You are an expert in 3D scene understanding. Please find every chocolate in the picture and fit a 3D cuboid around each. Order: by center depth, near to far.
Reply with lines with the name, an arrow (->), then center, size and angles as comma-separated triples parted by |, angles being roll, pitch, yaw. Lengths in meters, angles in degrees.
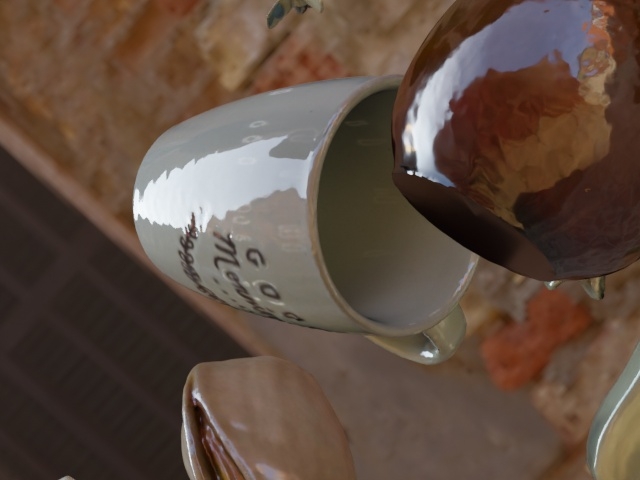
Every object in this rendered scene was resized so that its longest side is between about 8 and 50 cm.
chocolate -> 0.122, -0.066, 0.901 | 0.177, 0.177, 0.177 | -47, 1, 1

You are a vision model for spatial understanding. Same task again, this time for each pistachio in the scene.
pistachio -> -0.059, 0.224, 1.849 | 0.166, 0.197, 0.288 | -39, 34, 11

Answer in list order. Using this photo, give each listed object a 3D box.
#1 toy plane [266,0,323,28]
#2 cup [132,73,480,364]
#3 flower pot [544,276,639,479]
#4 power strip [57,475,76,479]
toy plane -> -0.023, -0.337, 1.791 | 0.192, 0.088, 0.262 | -28, -51, -26
cup -> 0.000, 0.000, 1.379 | 0.234, 0.258, 0.186 | 0, 46, 47
flower pot -> 0.311, 0.045, 1.604 | 0.254, 0.367, 0.164 | -22, -1, 4
power strip -> -0.197, 0.222, 1.293 | 0.047, 0.030, 0.191 | -41, 17, 17
